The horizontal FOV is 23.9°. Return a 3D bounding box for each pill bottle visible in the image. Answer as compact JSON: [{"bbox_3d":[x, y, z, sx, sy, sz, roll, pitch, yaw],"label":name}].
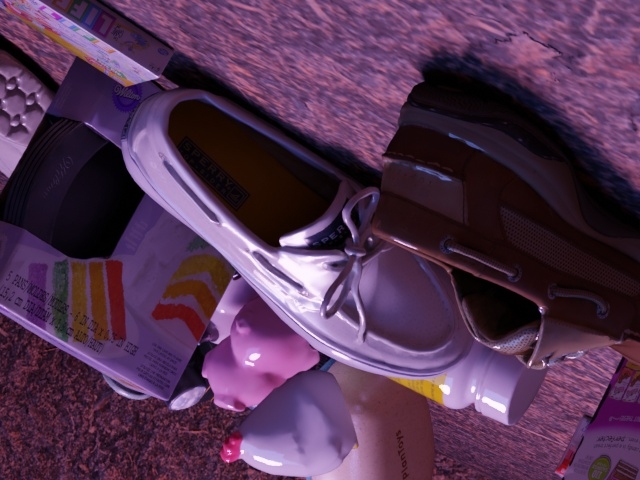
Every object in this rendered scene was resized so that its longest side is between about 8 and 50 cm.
[{"bbox_3d":[0.110,0.089,1.448,0.208,0.119,0.119,25,170,23],"label":"pill bottle"}]

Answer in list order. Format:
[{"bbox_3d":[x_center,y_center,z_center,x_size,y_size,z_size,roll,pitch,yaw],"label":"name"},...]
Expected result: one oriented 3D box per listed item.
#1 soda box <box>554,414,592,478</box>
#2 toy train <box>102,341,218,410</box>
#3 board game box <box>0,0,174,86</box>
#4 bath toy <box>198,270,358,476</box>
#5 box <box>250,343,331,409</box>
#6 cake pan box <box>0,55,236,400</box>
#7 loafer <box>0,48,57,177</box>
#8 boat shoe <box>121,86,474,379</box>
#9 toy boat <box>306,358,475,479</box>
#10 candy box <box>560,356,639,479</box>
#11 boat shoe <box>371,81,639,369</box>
[{"bbox_3d":[0.393,0.312,1.933,0.092,0.083,0.263,22,168,35],"label":"soda box"},{"bbox_3d":[-0.206,0.058,1.830,0.190,0.142,0.334,-5,-127,-48],"label":"toy train"},{"bbox_3d":[-0.201,-0.178,1.215,0.154,0.026,0.103,32,170,-19],"label":"board game box"},{"bbox_3d":[-0.075,0.102,1.510,0.151,0.129,0.348,77,170,-47],"label":"bath toy"},{"bbox_3d":[-0.014,0.163,1.991,0.183,0.059,0.232,31,-150,-11],"label":"box"},{"bbox_3d":[-0.183,-0.012,1.390,0.070,0.245,0.267,15,163,41],"label":"cake pan box"},{"bbox_3d":[-0.321,-0.123,1.644,0.111,0.112,0.319,30,166,30],"label":"loafer"},{"bbox_3d":[0.004,-0.008,1.271,0.367,0.136,0.156,41,165,-13],"label":"boat shoe"},{"bbox_3d":[0.084,0.221,1.840,0.148,0.318,0.267,12,119,38],"label":"toy boat"},{"bbox_3d":[0.266,0.191,1.189,0.071,0.233,0.159,32,170,-19],"label":"candy box"},{"bbox_3d":[0.139,0.021,1.002,0.324,0.120,0.123,36,168,-38],"label":"boat shoe"}]
